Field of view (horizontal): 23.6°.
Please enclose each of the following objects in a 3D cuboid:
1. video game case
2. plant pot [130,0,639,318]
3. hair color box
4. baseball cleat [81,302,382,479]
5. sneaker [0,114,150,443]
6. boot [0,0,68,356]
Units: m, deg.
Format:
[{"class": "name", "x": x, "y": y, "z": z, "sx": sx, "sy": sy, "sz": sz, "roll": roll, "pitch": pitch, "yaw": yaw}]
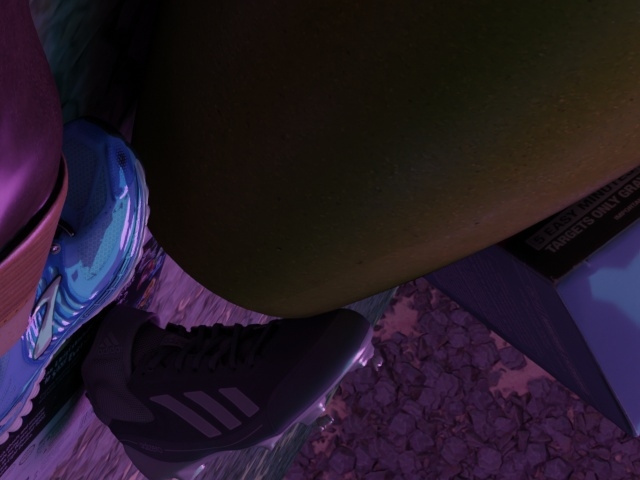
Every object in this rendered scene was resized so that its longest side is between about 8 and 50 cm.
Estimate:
[{"class": "video game case", "x": -0.148, "y": 0.078, "z": 0.870, "sx": 0.190, "sy": 0.022, "sz": 0.173, "roll": -52, "pitch": 169, "yaw": -45}, {"class": "plant pot", "x": 0.039, "y": -0.103, "z": 0.693, "sx": 0.293, "sy": 0.275, "sz": 0.275, "roll": -47, "pitch": -178, "yaw": 38}, {"class": "hair color box", "x": 0.128, "y": -0.056, "z": 0.891, "sx": 0.185, "sy": 0.114, "sz": 0.374, "roll": -37, "pitch": -151, "yaw": -8}, {"class": "baseball cleat", "x": -0.063, "y": 0.069, "z": 0.821, "sx": 0.206, "sy": 0.109, "sz": 0.072, "roll": -35, "pitch": -166, "yaw": 42}, {"class": "sneaker", "x": -0.128, "y": 0.022, "z": 0.647, "sx": 0.162, "sy": 0.063, "sz": 0.073, "roll": -62, "pitch": 169, "yaw": 3}, {"class": "boot", "x": -0.154, "y": -0.002, "z": 0.407, "sx": 0.248, "sy": 0.090, "sz": 0.207, "roll": -51, "pitch": 156, "yaw": -47}]
